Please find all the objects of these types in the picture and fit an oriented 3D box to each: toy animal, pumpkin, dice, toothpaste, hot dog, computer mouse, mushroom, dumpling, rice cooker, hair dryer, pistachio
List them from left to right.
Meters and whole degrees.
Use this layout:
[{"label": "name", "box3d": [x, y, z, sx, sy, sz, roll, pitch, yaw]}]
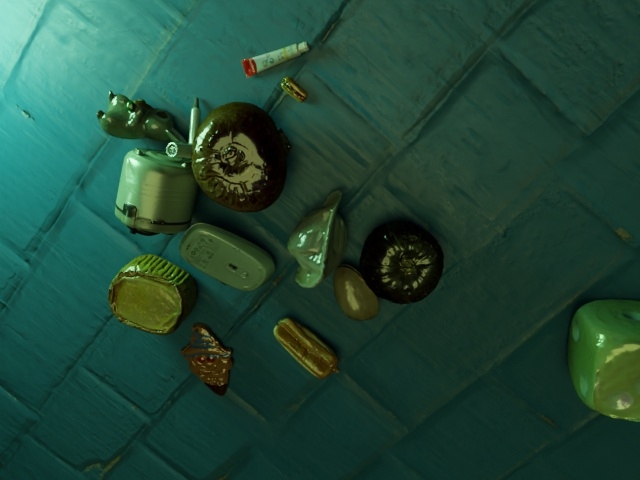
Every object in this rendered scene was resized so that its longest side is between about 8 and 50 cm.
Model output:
[{"label": "toy animal", "box3d": [-0.488, -0.327, 1.462, 0.251, 0.127, 0.125, 18, 95, -10]}, {"label": "rice cooker", "box3d": [-0.459, -0.132, 1.458, 0.226, 0.226, 0.244, 14, 105, 5]}, {"label": "hair dryer", "box3d": [-0.361, -0.316, 1.427, 0.044, 0.155, 0.183, -3, 94, 29]}, {"label": "computer mouse", "box3d": [-0.272, 0.044, 1.540, 0.288, 0.097, 0.159, 31, 123, -15]}, {"label": "mushroom", "box3d": [-0.206, -0.220, 1.379, 0.278, 0.163, 0.297, -20, 100, -7]}, {"label": "toothpaste", "box3d": [-0.120, -0.485, 1.371, 0.191, 0.031, 0.048, -14, 110, 17]}, {"label": "hot dog", "box3d": [-0.072, -0.408, 1.394, 0.083, 0.021, 0.037, 37, 111, -5]}, {"label": "hot dog", "box3d": [-0.042, 0.341, 1.628, 0.249, 0.076, 0.102, 40, 84, 2]}, {"label": "dumpling", "box3d": [-0.006, 0.001, 1.421, 0.175, 0.227, 0.243, -11, 104, -2]}, {"label": "pistachio", "box3d": [0.099, 0.156, 1.518, 0.126, 0.108, 0.185, -31, 94, 42]}, {"label": "pumpkin", "box3d": [0.223, 0.064, 1.431, 0.238, 0.159, 0.237, 0, 95, 4]}, {"label": "dice", "box3d": [0.819, 0.311, 1.371, 0.252, 0.254, 0.249, 0, 107, 12]}]

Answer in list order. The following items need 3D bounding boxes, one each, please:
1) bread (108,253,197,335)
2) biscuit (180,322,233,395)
[{"label": "bread", "box3d": [-0.526, 0.173, 1.624, 0.254, 0.142, 0.227, 23, 113, 5]}, {"label": "biscuit", "box3d": [-0.376, 0.407, 1.740, 0.183, 0.043, 0.280, -8, 105, 16]}]
